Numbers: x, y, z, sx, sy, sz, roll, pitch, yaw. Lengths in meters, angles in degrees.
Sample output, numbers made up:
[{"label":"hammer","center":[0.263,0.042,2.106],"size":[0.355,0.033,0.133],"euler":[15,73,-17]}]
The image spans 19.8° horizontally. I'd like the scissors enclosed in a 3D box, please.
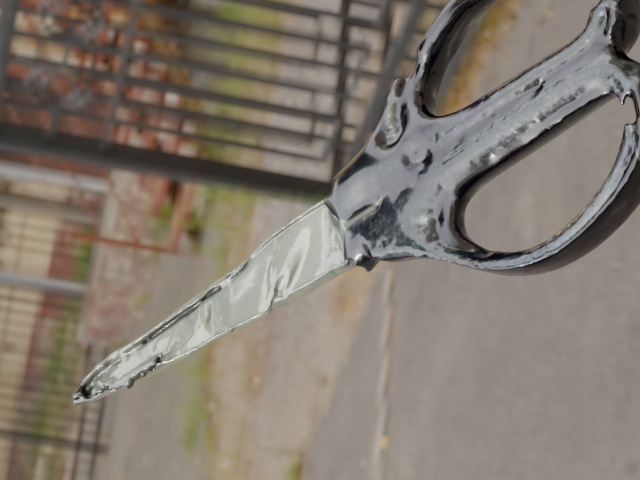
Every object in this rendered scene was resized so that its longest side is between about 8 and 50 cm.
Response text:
[{"label":"scissors","center":[0.000,0.000,0.666],"size":[0.300,0.022,0.109],"euler":[-31,58,35]}]
